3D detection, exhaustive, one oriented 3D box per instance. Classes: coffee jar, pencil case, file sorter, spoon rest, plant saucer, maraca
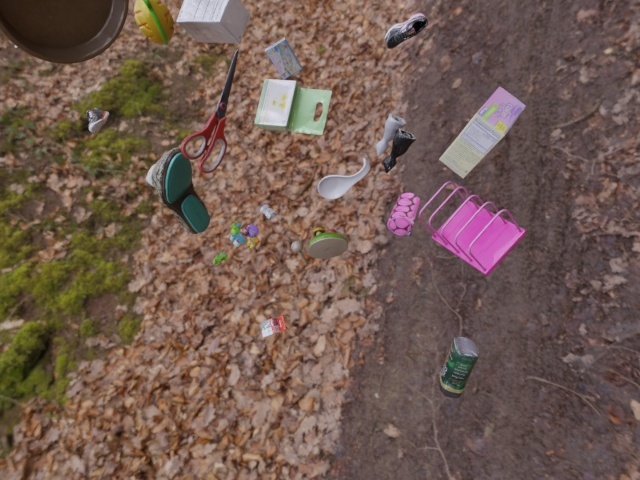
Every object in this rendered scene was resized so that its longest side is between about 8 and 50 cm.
[{"bbox_3d":[0.428,0.400,1.371,0.096,0.079,0.184,-71,-7,-64],"label":"coffee jar"},{"bbox_3d":[0.323,-0.104,1.653,0.098,0.095,0.209,-32,19,36],"label":"pencil case"},{"bbox_3d":[0.525,-0.059,1.565,0.202,0.182,0.290,-48,38,3],"label":"file sorter"},{"bbox_3d":[0.113,-0.291,2.107,0.276,0.137,0.084,-31,35,16],"label":"spoon rest"},{"bbox_3d":[-0.520,-0.496,0.872,0.041,0.278,0.278,36,91,23],"label":"plant saucer"},{"bbox_3d":[-0.472,-0.634,1.222,0.099,0.185,0.127,-33,65,-10],"label":"maraca"}]

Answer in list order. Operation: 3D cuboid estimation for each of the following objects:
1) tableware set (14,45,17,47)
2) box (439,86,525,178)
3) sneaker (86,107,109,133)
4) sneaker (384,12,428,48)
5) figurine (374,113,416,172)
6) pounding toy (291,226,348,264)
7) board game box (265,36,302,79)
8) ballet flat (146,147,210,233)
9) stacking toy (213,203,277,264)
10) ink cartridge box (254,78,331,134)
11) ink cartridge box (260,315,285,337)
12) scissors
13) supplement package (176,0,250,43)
[{"bbox_3d":[-0.738,-0.578,1.158,0.169,0.020,0.141,-4,76,5],"label":"tableware set"},{"bbox_3d":[0.569,-0.379,1.555,0.213,0.117,0.243,-46,-6,-32],"label":"box"},{"bbox_3d":[-0.818,-0.436,1.580,0.061,0.065,0.158,-52,25,20],"label":"sneaker"},{"bbox_3d":[0.327,-0.796,1.664,0.178,0.072,0.077,-36,36,13],"label":"sneaker"},{"bbox_3d":[0.335,-0.458,2.078,0.209,0.092,0.215,-60,32,38],"label":"figurine"},{"bbox_3d":[0.000,0.000,1.941,0.237,0.183,0.110,-17,59,14],"label":"pounding toy"},{"bbox_3d":[-0.164,-0.816,1.971,0.103,0.154,0.026,-24,44,16],"label":"board game box"},{"bbox_3d":[-0.564,-0.192,1.683,0.164,0.182,0.483,-57,-16,-25],"label":"ballet flat"},{"bbox_3d":[-0.243,-0.014,1.424,0.167,0.052,0.221,-55,-9,35],"label":"stacking toy"},{"bbox_3d":[-0.095,-0.459,1.504,0.235,0.056,0.171,10,82,18],"label":"ink cartridge box"},{"bbox_3d":[-0.197,0.355,1.808,0.115,0.029,0.062,-28,69,35],"label":"ink cartridge box"},{"bbox_3d":[-0.238,-0.308,1.071,0.021,0.109,0.297,30,91,51],"label":"scissors"},{"bbox_3d":[-0.324,-0.676,1.329,0.179,0.105,0.105,16,84,26],"label":"supplement package"}]
